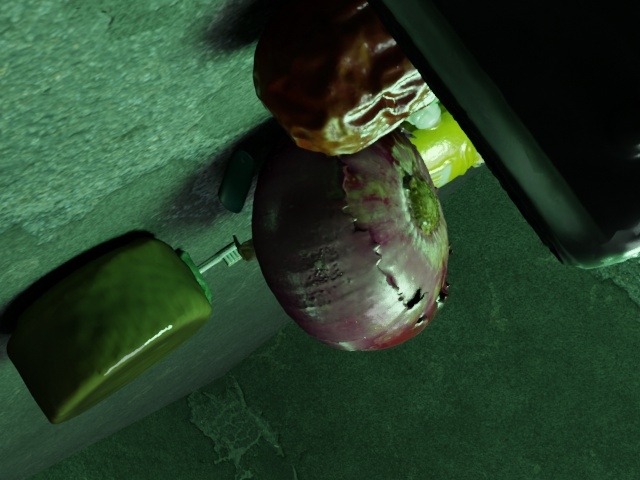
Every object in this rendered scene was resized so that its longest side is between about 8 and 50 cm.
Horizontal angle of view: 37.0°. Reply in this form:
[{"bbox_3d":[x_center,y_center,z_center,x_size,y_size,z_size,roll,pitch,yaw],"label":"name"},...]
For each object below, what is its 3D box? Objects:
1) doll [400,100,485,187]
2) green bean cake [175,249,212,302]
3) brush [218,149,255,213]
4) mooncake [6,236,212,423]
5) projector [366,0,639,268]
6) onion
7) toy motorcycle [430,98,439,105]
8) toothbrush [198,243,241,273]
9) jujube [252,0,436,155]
[{"bbox_3d":[0.147,-0.155,1.694,0.423,0.161,0.348,-41,160,24],"label":"doll"},{"bbox_3d":[-0.283,0.123,1.630,0.193,0.107,0.208,-35,173,-14],"label":"green bean cake"},{"bbox_3d":[-0.114,-0.090,1.370,0.032,0.043,0.193,-52,178,-26],"label":"brush"},{"bbox_3d":[-0.302,0.121,1.363,0.284,0.155,0.284,-38,172,-6],"label":"mooncake"},{"bbox_3d":[0.214,-0.244,0.589,0.405,0.395,0.242,-36,172,9],"label":"projector"},{"bbox_3d":[0.031,0.000,1.394,0.345,0.358,0.358,-35,172,10],"label":"onion"},{"bbox_3d":[0.165,-0.295,1.104,0.196,0.125,0.331,-26,164,-44],"label":"toy motorcycle"},{"bbox_3d":[-0.288,0.107,1.773,0.342,0.030,0.025,-33,167,-11],"label":"toothbrush"},{"bbox_3d":[0.051,-0.198,0.956,0.250,0.174,0.174,-34,172,4],"label":"jujube"}]
